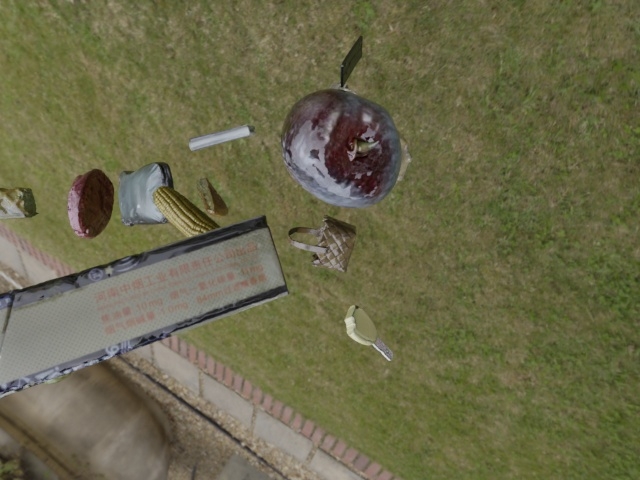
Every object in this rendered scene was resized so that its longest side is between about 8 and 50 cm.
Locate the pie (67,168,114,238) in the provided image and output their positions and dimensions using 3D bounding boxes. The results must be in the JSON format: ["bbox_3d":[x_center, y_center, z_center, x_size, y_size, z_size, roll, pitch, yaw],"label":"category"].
[{"bbox_3d":[-0.586,-0.094,1.172,0.049,0.182,0.182,9,133,1],"label":"pie"}]

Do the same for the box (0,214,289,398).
[{"bbox_3d":[-0.201,0.064,0.480,0.198,0.310,0.084,170,82,-76],"label":"box"}]

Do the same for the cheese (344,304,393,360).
[{"bbox_3d":[0.188,0.360,1.704,0.255,0.127,0.050,46,131,-14],"label":"cheese"}]

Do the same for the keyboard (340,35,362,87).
[{"bbox_3d":[0.067,-0.388,0.982,0.010,0.155,0.053,13,137,14],"label":"keyboard"}]

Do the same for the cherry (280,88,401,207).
[{"bbox_3d":[0.039,-0.185,0.924,0.255,0.218,0.296,25,-175,-21],"label":"cherry"}]

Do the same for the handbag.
[{"bbox_3d":[-0.575,-0.144,1.477,0.332,0.075,0.192,-1,95,43],"label":"handbag"}]

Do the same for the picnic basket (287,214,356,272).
[{"bbox_3d":[0.000,0.000,1.219,0.178,0.128,0.138,15,109,-1],"label":"picnic basket"}]

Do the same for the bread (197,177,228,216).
[{"bbox_3d":[-0.355,-0.123,1.539,0.054,0.154,0.136,-28,150,10],"label":"bread"}]

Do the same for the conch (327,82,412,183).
[{"bbox_3d":[0.071,-0.262,1.223,0.352,0.210,0.297,27,151,58],"label":"conch"}]

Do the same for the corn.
[{"bbox_3d":[-0.320,-0.046,1.139,0.231,0.080,0.080,41,138,3],"label":"corn"}]

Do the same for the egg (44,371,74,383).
[{"bbox_3d":[-0.769,0.272,1.317,0.238,0.289,0.238,-9,132,-11],"label":"egg"}]

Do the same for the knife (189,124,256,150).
[{"bbox_3d":[-0.320,-0.334,1.484,0.265,0.073,0.041,-6,96,31],"label":"knife"}]

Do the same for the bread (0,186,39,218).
[{"bbox_3d":[-0.907,-0.096,1.204,0.098,0.269,0.087,-172,81,-78],"label":"bread"}]
